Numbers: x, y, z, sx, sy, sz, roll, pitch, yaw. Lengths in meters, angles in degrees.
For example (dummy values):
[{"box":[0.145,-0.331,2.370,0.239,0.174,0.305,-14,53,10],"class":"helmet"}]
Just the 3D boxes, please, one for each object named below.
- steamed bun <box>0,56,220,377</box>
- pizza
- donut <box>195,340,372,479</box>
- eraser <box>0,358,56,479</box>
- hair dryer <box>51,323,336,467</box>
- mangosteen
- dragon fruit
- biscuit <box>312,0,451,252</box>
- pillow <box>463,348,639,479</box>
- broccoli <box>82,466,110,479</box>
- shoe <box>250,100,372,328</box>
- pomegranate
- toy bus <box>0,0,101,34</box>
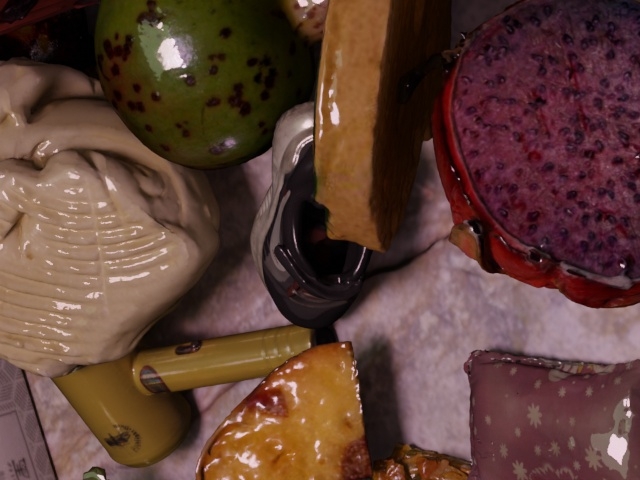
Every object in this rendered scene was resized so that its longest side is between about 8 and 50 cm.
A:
[{"box":[-0.241,-0.033,1.641,0.289,0.203,0.276,-27,111,19],"class":"steamed bun"},{"box":[0.085,0.226,1.544,0.134,0.046,0.175,45,128,28],"class":"pizza"},{"box":[-0.024,0.237,1.571,0.151,0.112,0.295,-8,87,4],"class":"donut"},{"box":[-0.337,0.232,1.936,0.098,0.096,0.403,-23,82,47],"class":"eraser"},{"box":[-0.104,0.119,1.677,0.279,0.090,0.135,-12,124,32],"class":"hair dryer"},{"box":[-0.274,-0.176,1.746,0.172,0.184,0.172,-161,90,-82],"class":"mangosteen"},{"box":[0.171,-0.049,1.311,0.148,0.224,0.218,116,131,-71],"class":"dragon fruit"},{"box":[0.049,-0.159,1.354,0.057,0.287,0.343,8,78,12],"class":"biscuit"},{"box":[0.182,0.141,1.421,0.185,0.043,0.118,-2,89,37],"class":"pillow"},{"box":[-0.147,0.314,1.730,0.254,0.186,0.302,16,81,23],"class":"broccoli"},{"box":[0.000,0.000,1.495,0.112,0.099,0.227,-98,12,-50],"class":"shoe"},{"box":[-0.064,-0.164,1.517,0.248,0.202,0.202,-16,88,17],"class":"pomegranate"},{"box":[-0.289,-0.280,1.539,0.233,0.427,0.203,52,132,8],"class":"toy bus"}]
